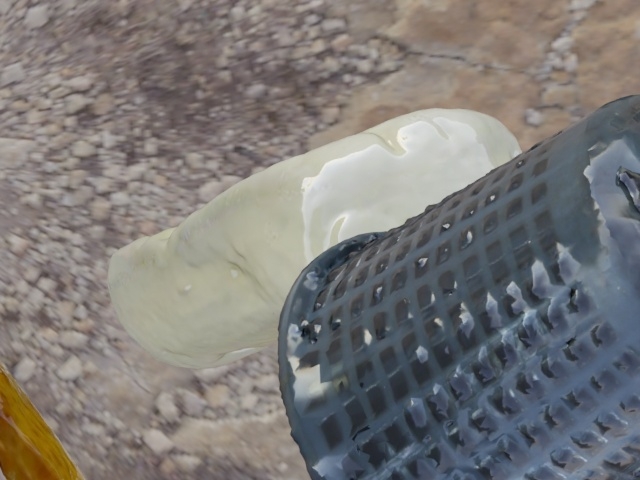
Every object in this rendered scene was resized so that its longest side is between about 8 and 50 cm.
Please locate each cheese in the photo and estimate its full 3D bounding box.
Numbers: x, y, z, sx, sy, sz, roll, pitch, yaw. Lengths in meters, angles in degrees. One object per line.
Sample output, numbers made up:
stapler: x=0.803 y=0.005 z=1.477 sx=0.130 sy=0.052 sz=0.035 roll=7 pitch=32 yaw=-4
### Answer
cheese: x=0.001 y=0.002 z=0.932 sx=0.159 sy=0.263 sz=0.093 roll=-22 pitch=88 yaw=-37

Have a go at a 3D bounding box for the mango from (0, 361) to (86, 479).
mango: x=-0.186 y=0.084 z=0.529 sx=0.201 sy=0.199 sz=0.350 roll=-35 pitch=104 yaw=-26

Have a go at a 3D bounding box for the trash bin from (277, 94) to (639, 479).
trash bin: x=0.097 y=0.036 z=0.626 sx=0.175 sy=0.161 sz=0.175 roll=23 pitch=47 yaw=-27
